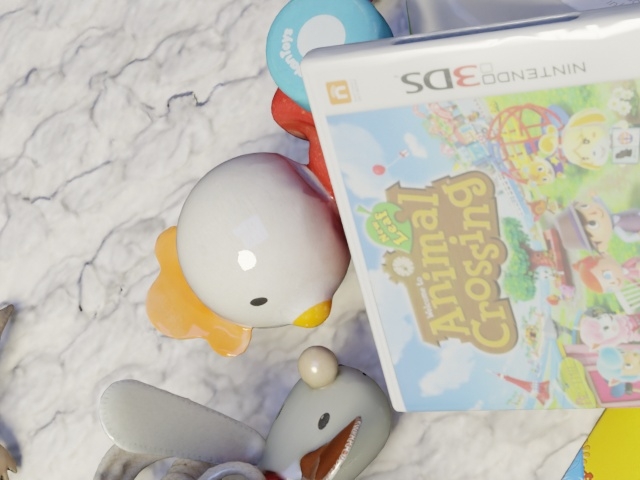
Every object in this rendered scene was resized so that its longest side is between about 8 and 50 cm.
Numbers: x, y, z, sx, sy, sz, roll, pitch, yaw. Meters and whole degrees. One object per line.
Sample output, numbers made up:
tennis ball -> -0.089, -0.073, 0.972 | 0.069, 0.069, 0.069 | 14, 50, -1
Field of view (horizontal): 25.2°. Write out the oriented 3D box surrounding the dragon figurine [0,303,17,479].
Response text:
dragon figurine -> -0.302, 0.176, 1.018 | 0.144, 0.085, 0.289 | -1, 73, 21

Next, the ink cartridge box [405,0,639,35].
ink cartridge box -> 0.245, -0.188, 0.830 | 0.354, 0.119, 0.207 | -29, 46, -18

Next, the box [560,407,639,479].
box -> 0.321, 0.131, 0.749 | 0.290, 0.177, 0.279 | 32, 87, 40

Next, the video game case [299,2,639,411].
video game case -> 0.104, -0.007, 0.726 | 0.193, 0.023, 0.212 | -4, 116, 25

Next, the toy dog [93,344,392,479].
toy dog -> -0.081, 0.148, 0.829 | 0.220, 0.333, 0.161 | -4, 117, 15

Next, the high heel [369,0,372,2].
high heel -> 0.143, -0.305, 1.017 | 0.377, 0.127, 0.181 | -21, 100, 7

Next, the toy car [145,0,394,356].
toy car -> 0.000, 0.000, 0.904 | 0.238, 0.219, 0.210 | -38, 69, 9
